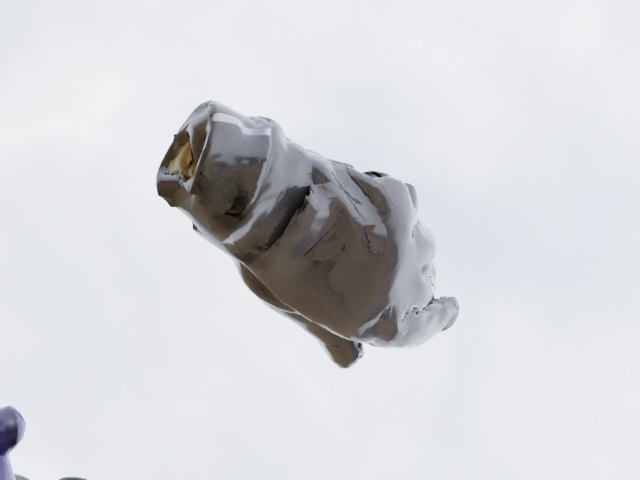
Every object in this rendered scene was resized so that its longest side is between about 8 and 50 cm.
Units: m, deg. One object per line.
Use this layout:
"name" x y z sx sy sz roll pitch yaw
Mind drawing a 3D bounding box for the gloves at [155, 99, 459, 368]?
"gloves" 0.000 0.004 1.297 0.142 0.285 0.119 -49 -132 15

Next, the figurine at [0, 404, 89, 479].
"figurine" -0.157 0.281 0.940 0.186 0.261 0.382 -21 -108 26
